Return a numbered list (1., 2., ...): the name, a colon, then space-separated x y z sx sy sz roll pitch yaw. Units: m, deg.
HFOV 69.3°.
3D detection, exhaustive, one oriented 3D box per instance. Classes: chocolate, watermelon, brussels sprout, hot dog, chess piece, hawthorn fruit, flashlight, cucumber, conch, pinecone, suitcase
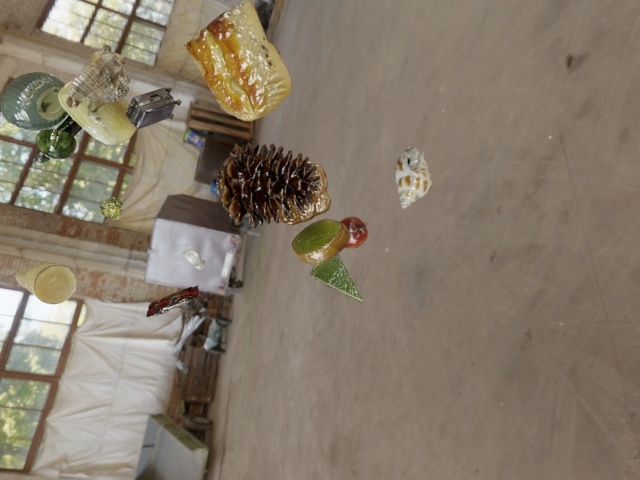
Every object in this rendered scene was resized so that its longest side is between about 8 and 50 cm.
1. chocolate: -0.479 0.194 1.506 0.086 0.182 0.028 -107 -7 -61
2. watermelon: -0.767 -0.271 1.344 0.105 0.105 0.063 129 140 -55
3. brussels sprout: -0.760 -0.124 1.695 0.085 0.085 0.058 121 157 -45
4. hot dog: -0.289 -0.644 1.752 0.367 0.366 0.196 -11 24 44
5. chess piece: -0.653 0.088 1.093 0.200 0.090 0.090 8 84 44
6. hawthorn fruit: 0.159 -0.045 2.209 0.194 0.156 0.157 -28 50 54
7. flashlight: -0.443 0.061 1.624 0.047 0.093 0.200 -49 7 -14
8. cucumber: -0.950 -0.372 1.689 0.067 0.067 0.245 -48 15 57
9. conch: -0.660 -0.481 1.374 0.245 0.162 0.178 -54 -6 -27
10. pinecone: -0.140 -0.152 1.275 0.246 0.291 0.247 1 -90 -83
11. suitcase: -0.436 -0.344 1.205 0.086 0.059 0.126 -36 4 47
12. conch: 0.396 -0.267 2.011 0.149 0.182 0.275 -46 26 46

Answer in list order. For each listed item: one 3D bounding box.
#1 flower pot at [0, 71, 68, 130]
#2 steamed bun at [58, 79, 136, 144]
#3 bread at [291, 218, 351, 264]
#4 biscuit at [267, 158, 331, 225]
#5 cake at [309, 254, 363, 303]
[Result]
1. flower pot: -1.006 -0.493 1.650 0.190 0.156 0.243 81 -152 -42
2. steamed bun: -0.760 -0.461 1.610 0.272 0.232 0.166 21 64 40
3. bread: 0.000 0.000 1.816 0.235 0.070 0.236 -22 30 14
4. biscuit: -0.104 -0.187 1.756 0.049 0.272 0.258 62 -165 -74
5. cake: 0.119 0.172 2.254 0.172 0.283 0.158 -60 -20 -8
